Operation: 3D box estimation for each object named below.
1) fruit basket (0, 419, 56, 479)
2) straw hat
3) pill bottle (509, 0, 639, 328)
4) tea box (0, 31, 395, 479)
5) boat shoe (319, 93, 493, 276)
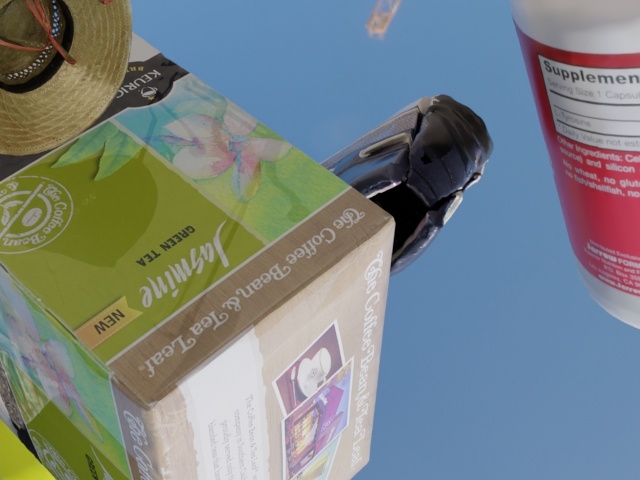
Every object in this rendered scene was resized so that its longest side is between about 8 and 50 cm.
[{"bbox_3d":[-0.270,0.278,1.076,0.392,0.392,0.283,-40,-120,-20],"label":"fruit basket"},{"bbox_3d":[-0.192,-0.132,0.628,0.144,0.144,0.061,-38,-127,-19],"label":"straw hat"},{"bbox_3d":[0.276,-0.140,0.753,0.229,0.408,0.229,-16,-145,11],"label":"pill bottle"},{"bbox_3d":[-0.135,0.063,0.779,0.323,0.329,0.220,35,-123,27],"label":"tea box"},{"bbox_3d":[0.000,0.000,0.913,0.127,0.340,0.158,46,-143,-6],"label":"boat shoe"}]
